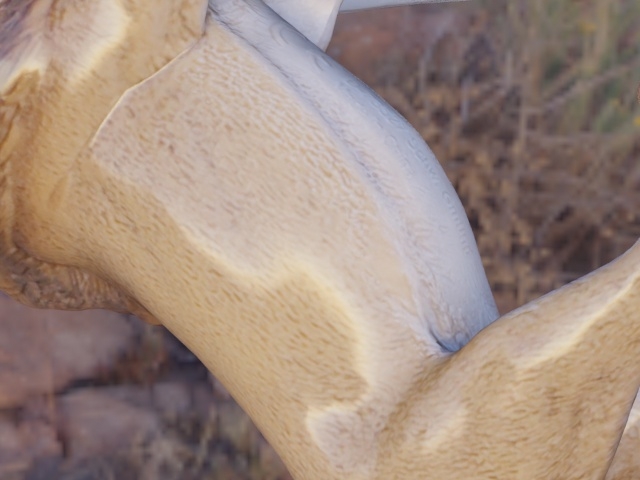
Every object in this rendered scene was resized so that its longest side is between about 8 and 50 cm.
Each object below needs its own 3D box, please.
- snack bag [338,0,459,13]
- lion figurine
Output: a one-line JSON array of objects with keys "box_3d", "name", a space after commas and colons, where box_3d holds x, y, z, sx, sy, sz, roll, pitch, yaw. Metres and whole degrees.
[{"box_3d": [-0.072, -0.222, 0.683, 0.323, 0.342, 0.037, -6, 33, 13], "name": "snack bag"}, {"box_3d": [0.000, 0.000, 0.551, 0.392, 0.240, 0.142, 48, 21, 24], "name": "lion figurine"}]
